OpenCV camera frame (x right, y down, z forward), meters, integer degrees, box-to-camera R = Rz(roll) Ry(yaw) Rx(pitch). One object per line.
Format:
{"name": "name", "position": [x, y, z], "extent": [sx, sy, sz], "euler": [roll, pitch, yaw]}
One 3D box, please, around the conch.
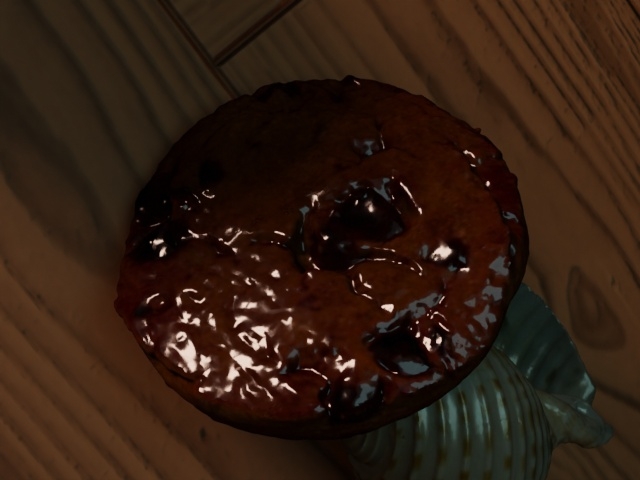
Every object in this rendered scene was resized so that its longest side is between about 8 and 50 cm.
{"name": "conch", "position": [0.063, 0.073, 0.621], "extent": [0.153, 0.102, 0.135], "euler": [16, 57, -54]}

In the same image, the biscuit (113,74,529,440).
{"name": "biscuit", "position": [0.000, 0.000, 0.574], "extent": [0.192, 0.192, 0.049], "euler": [-43, 147, -25]}
